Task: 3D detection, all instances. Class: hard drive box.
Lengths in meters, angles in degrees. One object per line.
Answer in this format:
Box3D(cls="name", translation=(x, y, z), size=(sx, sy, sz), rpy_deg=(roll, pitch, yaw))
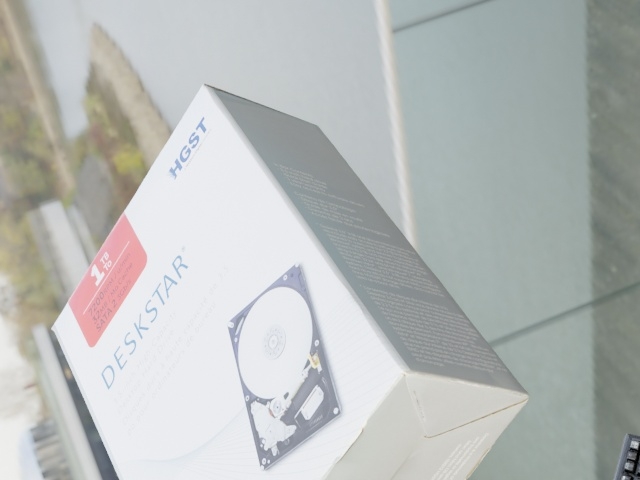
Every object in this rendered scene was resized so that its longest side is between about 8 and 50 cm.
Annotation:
Box3D(cls="hard drive box", translation=(-0.030, 0.062, 0.666), size=(0.181, 0.089, 0.232), rpy_deg=(-56, 43, 20))

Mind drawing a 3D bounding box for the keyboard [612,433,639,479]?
Box3D(cls="keyboard", translation=(0.243, 0.243, 1.029), size=(0.108, 0.180, 0.023), rpy_deg=(9, 156, 28))
